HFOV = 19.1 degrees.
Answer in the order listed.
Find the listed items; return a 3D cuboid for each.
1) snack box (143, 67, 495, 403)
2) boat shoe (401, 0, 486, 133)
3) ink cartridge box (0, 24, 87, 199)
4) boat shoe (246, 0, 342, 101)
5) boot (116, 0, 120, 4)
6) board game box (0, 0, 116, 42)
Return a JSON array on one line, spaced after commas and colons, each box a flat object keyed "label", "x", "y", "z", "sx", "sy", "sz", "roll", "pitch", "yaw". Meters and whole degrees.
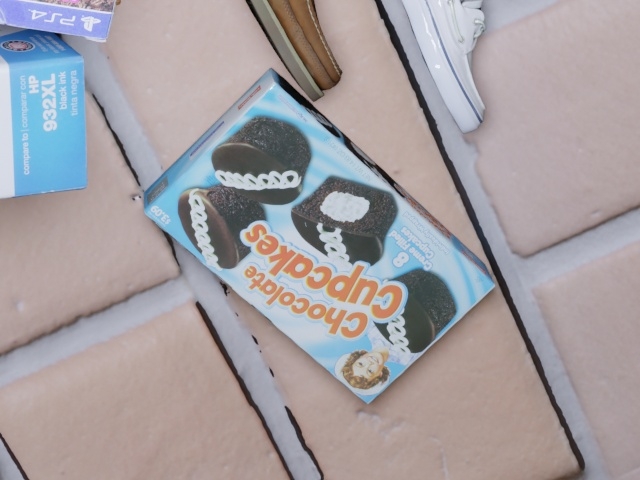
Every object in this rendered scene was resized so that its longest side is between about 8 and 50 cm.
[{"label": "snack box", "x": 0.000, "y": 0.000, "z": 1.925, "sx": 0.322, "sy": 0.060, "sz": 0.187, "roll": 41, "pitch": 103, "yaw": -21}, {"label": "boat shoe", "x": 0.124, "y": -0.212, "z": 1.837, "sx": 0.076, "sy": 0.083, "sz": 0.226, "roll": -24, "pitch": 113, "yaw": 4}, {"label": "ink cartridge box", "x": -0.387, "y": -0.118, "z": 1.693, "sx": 0.307, "sy": 0.223, "sz": 0.129, "roll": -8, "pitch": 114, "yaw": -23}, {"label": "boat shoe", "x": -0.038, "y": -0.273, "z": 1.776, "sx": 0.104, "sy": 0.110, "sz": 0.307, "roll": -30, "pitch": 119, "yaw": -3}, {"label": "boot", "x": -0.297, "y": -0.328, "z": 1.736, "sx": 0.283, "sy": 0.109, "sz": 0.220, "roll": 3, "pitch": 117, "yaw": -16}, {"label": "board game box", "x": -0.271, "y": -0.338, "z": 1.590, "sx": 0.232, "sy": 0.141, "sz": 0.291, "roll": 7, "pitch": 115, "yaw": -19}]
